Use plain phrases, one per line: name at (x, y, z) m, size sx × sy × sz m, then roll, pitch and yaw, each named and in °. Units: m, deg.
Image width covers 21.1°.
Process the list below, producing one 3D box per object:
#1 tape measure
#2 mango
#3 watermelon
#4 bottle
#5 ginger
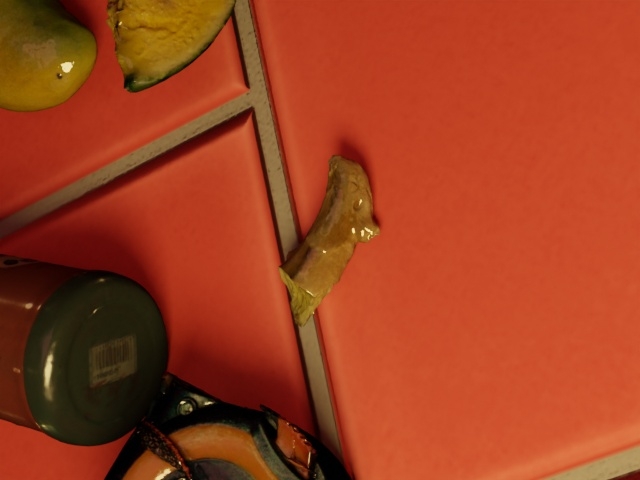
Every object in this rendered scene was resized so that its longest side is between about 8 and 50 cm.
tape measure at (-0.074, 0.221, 1.289) m, size 0.223 × 0.135 × 0.202 m, roll 24°, pitch 83°, yaw 32°
mango at (-0.286, -0.184, 1.580) m, size 0.122 × 0.085 × 0.191 m, roll -51°, pitch 54°, yaw 10°
watermelon at (-0.146, -0.260, 1.474) m, size 0.123 × 0.129 × 0.301 m, roll -24°, pitch 70°, yaw 31°
bottle at (-0.294, 0.075, 1.486) m, size 0.336 × 0.144 × 0.144 m, roll 11°, pitch 84°, yaw 39°
ginger at (0.004, 0.003, 1.352) m, size 0.057 × 0.044 × 0.137 m, roll 32°, pitch 95°, yaw 55°
